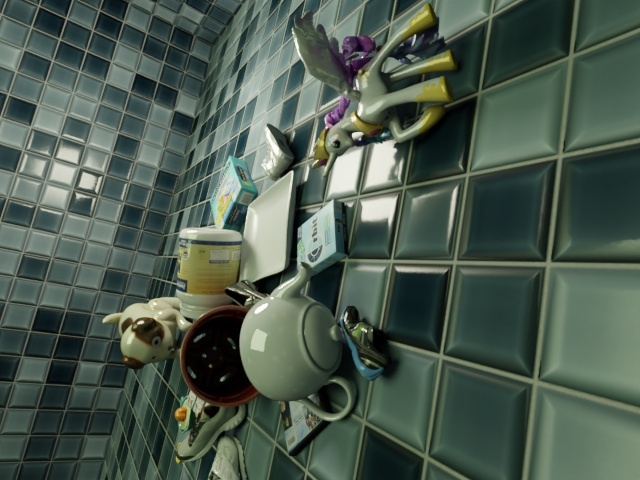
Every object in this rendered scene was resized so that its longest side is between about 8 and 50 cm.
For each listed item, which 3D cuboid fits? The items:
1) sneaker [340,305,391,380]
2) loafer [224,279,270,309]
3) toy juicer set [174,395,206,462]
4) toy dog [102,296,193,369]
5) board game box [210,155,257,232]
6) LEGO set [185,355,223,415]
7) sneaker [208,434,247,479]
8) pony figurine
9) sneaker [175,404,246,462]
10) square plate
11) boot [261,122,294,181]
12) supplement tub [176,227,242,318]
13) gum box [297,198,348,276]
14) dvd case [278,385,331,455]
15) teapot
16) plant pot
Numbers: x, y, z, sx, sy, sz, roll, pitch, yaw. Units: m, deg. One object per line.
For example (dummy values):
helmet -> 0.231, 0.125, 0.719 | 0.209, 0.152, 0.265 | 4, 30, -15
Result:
sneaker -> 0.095, 0.202, 0.834 | 0.078, 0.067, 0.188 | -35, 32, 6
loafer -> -0.218, 0.203, 1.275 | 0.268, 0.084, 0.096 | 25, 116, 51
toy juicer set -> -0.499, 0.649, 1.552 | 0.209, 0.090, 0.328 | -53, 36, 32
toy dog -> -0.784, 0.413, 1.857 | 0.284, 0.396, 0.408 | -64, 22, -2
board game box -> -0.398, -0.194, 1.806 | 0.253, 0.079, 0.336 | -60, 33, 22
LEGO set -> -0.394, 0.515, 1.484 | 0.183, 0.060, 0.244 | 7, 75, 49
sneaker -> -0.279, 0.663, 1.180 | 0.235, 0.095, 0.090 | 41, 113, 61
pony figurine -> 0.108, -0.350, 0.912 | 0.364, 0.303, 0.350 | -19, 68, 37
sneaker -> -0.358, 0.577, 1.261 | 0.271, 0.108, 0.100 | -44, 30, 6
square plate -> -0.180, -0.021, 1.395 | 0.347, 0.049, 0.343 | -26, 55, 52
boot -> -0.183, -0.328, 1.500 | 0.123, 0.095, 0.258 | -49, 39, 24
supplement tub -> -0.415, 0.117, 1.509 | 0.228, 0.229, 0.315 | 10, 97, 60
gum box -> 0.000, 0.000, 1.097 | 0.184, 0.041, 0.156 | -36, 47, 47
dvd case -> -0.054, 0.376, 1.022 | 0.180, 0.022, 0.252 | -54, 35, 28
teapot -> -0.035, 0.225, 0.881 | 0.187, 0.256, 0.252 | -19, 42, 29
plant pot -> -0.304, 0.352, 1.231 | 0.265, 0.273, 0.272 | -32, 49, 59
